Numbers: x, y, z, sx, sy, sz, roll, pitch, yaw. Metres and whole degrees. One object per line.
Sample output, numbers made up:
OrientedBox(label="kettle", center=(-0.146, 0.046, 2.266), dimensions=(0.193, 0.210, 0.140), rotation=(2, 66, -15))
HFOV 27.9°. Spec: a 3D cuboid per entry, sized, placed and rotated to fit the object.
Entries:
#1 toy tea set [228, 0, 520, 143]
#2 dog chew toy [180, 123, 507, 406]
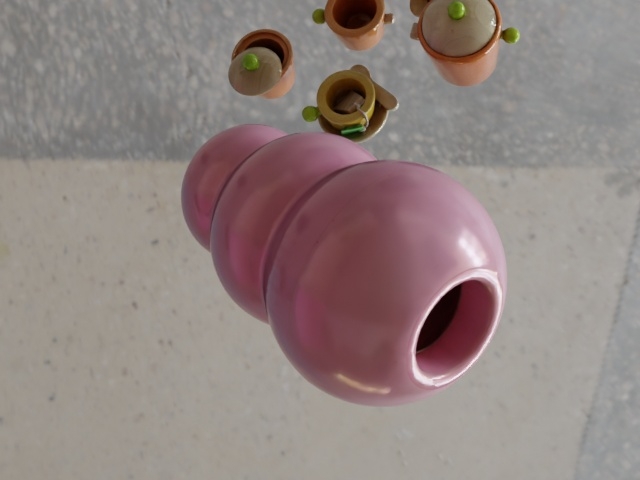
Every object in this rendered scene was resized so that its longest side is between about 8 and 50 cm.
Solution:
OrientedBox(label="toy tea set", center=(0.056, -0.235, 1.490), dimensions=(0.336, 0.200, 0.124), rotation=(-27, 156, 1))
OrientedBox(label="dog chew toy", center=(0.000, 0.000, 1.114), dimensions=(0.206, 0.332, 0.207), rotation=(-26, 132, -32))
